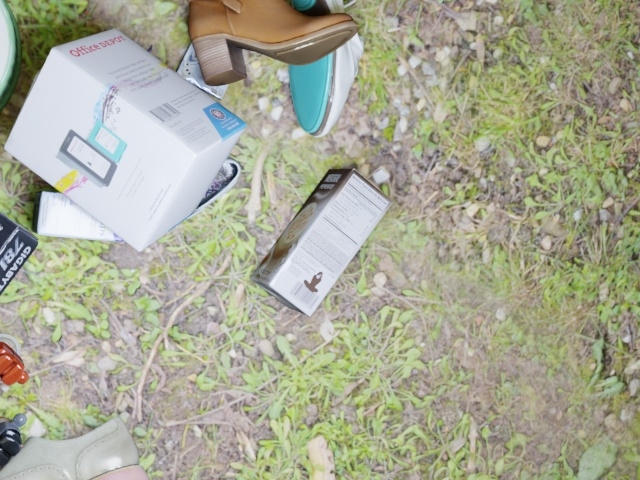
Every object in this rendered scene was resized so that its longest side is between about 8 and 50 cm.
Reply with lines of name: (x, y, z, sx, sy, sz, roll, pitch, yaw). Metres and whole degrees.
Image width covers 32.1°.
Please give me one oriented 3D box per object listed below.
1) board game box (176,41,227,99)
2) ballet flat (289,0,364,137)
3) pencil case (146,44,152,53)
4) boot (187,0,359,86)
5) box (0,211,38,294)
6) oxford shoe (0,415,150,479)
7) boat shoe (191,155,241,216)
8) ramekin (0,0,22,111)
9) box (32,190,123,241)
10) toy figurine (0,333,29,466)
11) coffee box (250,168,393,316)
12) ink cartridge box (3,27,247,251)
board game box: (-0.191, -0.302, 1.908, 0.090, 0.020, 0.090, 27, 85, -17)
ballet flat: (0.014, -0.383, 1.923, 0.139, 0.139, 0.400, -9, 96, -17)
pencil case: (-0.244, -0.216, 1.848, 0.095, 0.098, 0.209, -38, 96, 30)
boot: (-0.089, -0.394, 1.841, 0.283, 0.109, 0.220, -15, 78, 18)
box: (-0.622, 0.040, 1.681, 0.293, 0.073, 0.295, 30, 81, 26)
oxford shoe: (-0.487, 0.409, 1.830, 0.397, 0.140, 0.146, -16, 68, -11)
boat shoe: (-0.234, -0.077, 1.878, 0.227, 0.081, 0.079, -34, 103, -13)
ramekin: (-0.611, -0.300, 1.706, 0.303, 0.148, 0.303, -1, 94, -18)
box: (-0.393, -0.039, 1.807, 0.137, 0.126, 0.072, 6, 90, -19)
toy figurine: (-0.573, 0.254, 1.767, 0.213, 0.148, 0.209, -3, 101, -20)
coffee box: (0.000, 0.000, 1.930, 0.098, 0.141, 0.246, 38, 81, -16)
ink cartridge box: (-0.299, -0.162, 1.716, 0.270, 0.198, 0.197, 37, 117, 5)
